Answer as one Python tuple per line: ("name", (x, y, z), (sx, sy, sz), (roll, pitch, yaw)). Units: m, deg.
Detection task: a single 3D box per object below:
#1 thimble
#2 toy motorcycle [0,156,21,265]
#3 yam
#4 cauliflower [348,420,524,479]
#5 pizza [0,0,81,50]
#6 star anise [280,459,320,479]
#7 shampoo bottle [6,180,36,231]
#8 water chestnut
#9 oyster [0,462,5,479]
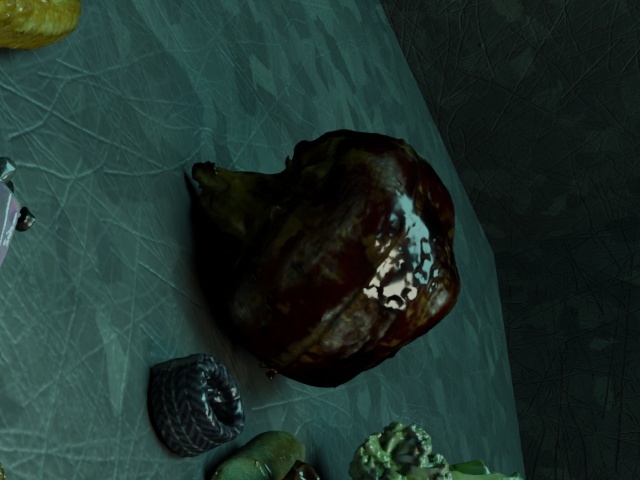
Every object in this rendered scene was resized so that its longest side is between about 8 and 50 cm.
("thimble", (-0.121, 0.167, 1.112), (0.095, 0.066, 0.104), (-92, 159, -48))
("toy motorcycle", (-0.291, -0.082, 0.700), (0.327, 0.143, 0.188), (62, 4, 16))
("yam", (-0.068, 0.249, 1.209), (0.146, 0.070, 0.069), (-22, 95, -72))
("cauliflower", (0.153, 0.355, 1.434), (0.239, 0.315, 0.256), (98, -27, -61))
("pizza", (-0.306, -0.301, 0.961), (0.280, 0.075, 0.287), (22, 51, -74))
("star anise", (-0.026, 0.303, 1.154), (0.234, 0.073, 0.177), (-22, 136, -65))
("shampoo bottle", (-0.275, -0.052, 0.888), (0.137, 0.027, 0.048), (55, 27, -48))
("water chestnut", (0.000, 0.000, 1.326), (0.347, 0.335, 0.335), (41, 22, -4))
("oyster", (-0.258, 0.147, 0.752), (0.086, 0.029, 0.132), (-77, 144, -70))
